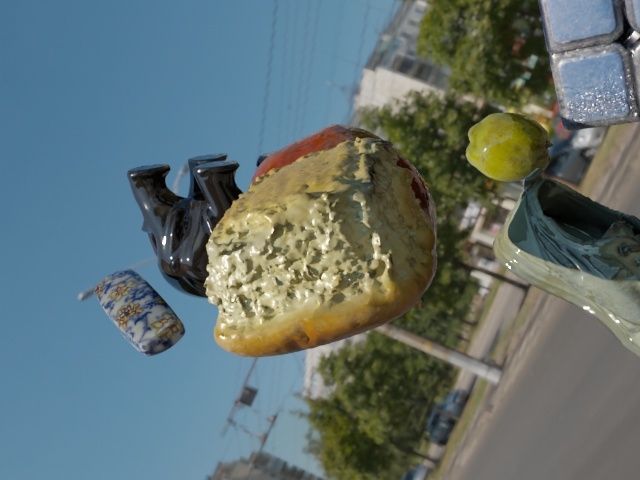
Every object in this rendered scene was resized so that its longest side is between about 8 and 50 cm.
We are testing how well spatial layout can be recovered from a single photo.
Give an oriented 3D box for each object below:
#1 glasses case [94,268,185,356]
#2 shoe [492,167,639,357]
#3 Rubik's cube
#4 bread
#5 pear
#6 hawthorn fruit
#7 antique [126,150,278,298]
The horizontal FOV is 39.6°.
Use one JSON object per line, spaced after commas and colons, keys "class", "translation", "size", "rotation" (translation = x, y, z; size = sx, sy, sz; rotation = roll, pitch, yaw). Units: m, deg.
{"class": "glasses case", "translation": [-0.294, 0.111, 1.424], "size": [0.087, 0.248, 0.065], "rotation": [-30, -58, -17]}
{"class": "shoe", "translation": [0.285, 0.029, 0.828], "size": [0.103, 0.275, 0.098], "rotation": [-32, -39, -34]}
{"class": "Rubik's cube", "translation": [0.447, -0.321, 1.055], "size": [0.304, 0.305, 0.300], "rotation": [-34, -66, -47]}
{"class": "bread", "translation": [0.000, 0.000, 0.705], "size": [0.121, 0.174, 0.245], "rotation": [61, -168, -15]}
{"class": "pear", "translation": [0.289, -0.144, 1.366], "size": [0.107, 0.131, 0.107], "rotation": [1, -90, -76]}
{"class": "hawthorn fruit", "translation": [0.040, -0.008, 1.019], "size": [0.261, 0.224, 0.224], "rotation": [53, 132, 52]}
{"class": "antique", "translation": [-0.149, -0.015, 1.488], "size": [0.185, 0.322, 0.255], "rotation": [-27, -68, -63]}
